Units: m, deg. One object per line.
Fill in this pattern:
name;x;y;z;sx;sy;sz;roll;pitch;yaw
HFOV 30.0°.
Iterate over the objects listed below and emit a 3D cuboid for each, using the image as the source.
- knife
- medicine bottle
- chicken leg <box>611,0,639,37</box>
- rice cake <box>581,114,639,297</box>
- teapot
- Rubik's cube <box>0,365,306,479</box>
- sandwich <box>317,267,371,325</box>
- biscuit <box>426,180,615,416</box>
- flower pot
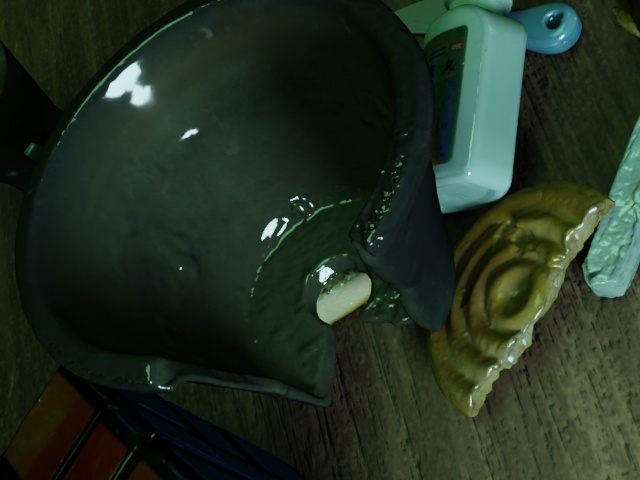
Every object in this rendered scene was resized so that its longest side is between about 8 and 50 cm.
knife;0.157;-0.226;1.220;0.244;0.032;0.058;16;80;42
medicine bottle;0.139;-0.147;1.127;0.121;0.083;0.228;-24;54;63
chicken leg;0.350;-0.161;0.940;0.140;0.212;0.361;116;146;-43
rice cake;0.283;-0.065;1.038;0.042;0.045;0.245;14;75;34
teapot;-0.360;-0.126;1.382;0.203;0.225;0.171;32;89;38
Rubik's cube;-0.121;0.302;0.936;0.293;0.288;0.283;-55;37;-2
sandwich;0.000;0.000;1.189;0.193;0.058;0.162;-37;50;14
biscuit;0.158;0.034;1.056;0.224;0.033;0.144;-56;35;7
flower pot;-0.038;-0.014;1.014;0.379;0.251;0.379;-17;55;25
